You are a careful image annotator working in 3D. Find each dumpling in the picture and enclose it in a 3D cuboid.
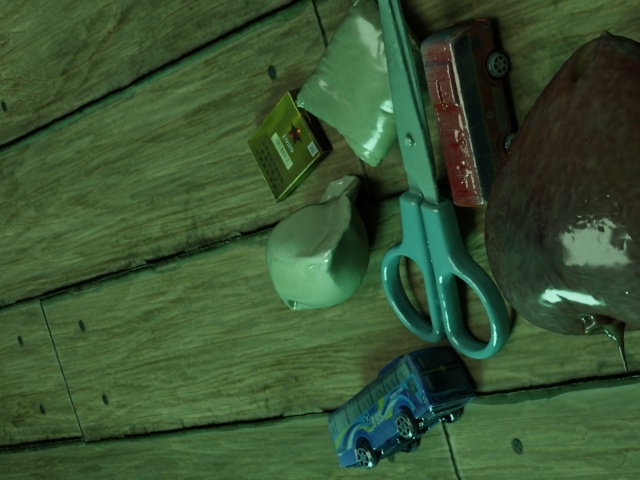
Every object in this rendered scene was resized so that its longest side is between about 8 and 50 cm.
[{"bbox_3d":[0.000,0.000,2.026,0.229,0.124,0.151,135,150,-61],"label":"dumpling"}]

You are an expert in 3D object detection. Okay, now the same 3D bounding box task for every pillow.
[{"bbox_3d":[0.058,-0.184,1.885,0.134,0.078,0.181,49,136,19],"label":"pillow"}]

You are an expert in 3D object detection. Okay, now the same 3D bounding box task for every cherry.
[{"bbox_3d":[0.273,-0.035,1.532,0.261,0.221,0.307,-2,90,47],"label":"cherry"}]

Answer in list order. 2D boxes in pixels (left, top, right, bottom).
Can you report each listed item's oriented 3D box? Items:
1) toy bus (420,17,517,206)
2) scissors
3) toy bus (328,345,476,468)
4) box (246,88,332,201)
[{"bbox_3d":[0.159,-0.131,1.765,0.065,0.077,0.192,-1,105,52],"label":"toy bus"},{"bbox_3d":[0.109,-0.074,1.840,0.193,0.029,0.447,22,132,48],"label":"scissors"},{"bbox_3d":[0.089,0.203,2.016,0.094,0.079,0.236,64,145,14],"label":"toy bus"},{"bbox_3d":[-0.040,-0.117,2.100,0.090,0.023,0.133,61,144,13],"label":"box"}]
